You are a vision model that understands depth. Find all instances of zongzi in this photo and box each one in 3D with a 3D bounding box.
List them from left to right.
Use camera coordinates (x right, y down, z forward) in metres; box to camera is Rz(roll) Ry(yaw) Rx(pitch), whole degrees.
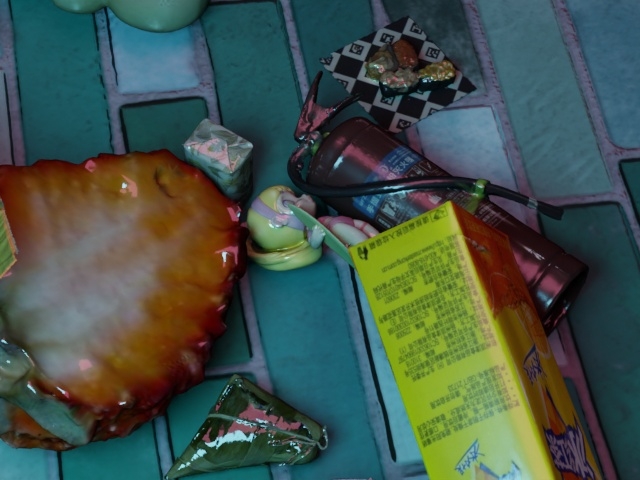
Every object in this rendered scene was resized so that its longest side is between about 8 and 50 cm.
[{"bbox_3d":[-0.063,0.193,1.599,0.109,0.055,0.119,30,70,12],"label":"zongzi"}]

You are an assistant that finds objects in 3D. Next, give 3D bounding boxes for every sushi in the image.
[{"bbox_3d":[0.083,-0.183,1.877,0.120,0.026,0.126,-30,63,-22],"label":"sushi"}]

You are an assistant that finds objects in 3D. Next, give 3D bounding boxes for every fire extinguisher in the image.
[{"bbox_3d":[0.103,-0.041,1.733,0.341,0.105,0.141,36,69,17],"label":"fire extinguisher"}]

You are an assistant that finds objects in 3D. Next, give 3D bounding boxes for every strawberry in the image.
[{"bbox_3d":[-0.211,0.054,1.623,0.265,0.149,0.336,44,48,8],"label":"strawberry"}]

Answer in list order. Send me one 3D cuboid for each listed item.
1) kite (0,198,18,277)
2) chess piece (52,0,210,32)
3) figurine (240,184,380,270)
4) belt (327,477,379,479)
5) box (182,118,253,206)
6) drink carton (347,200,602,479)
[{"bbox_3d":[-0.371,0.012,1.557,0.377,0.013,0.327,-4,67,45],"label":"kite"},{"bbox_3d":[-0.268,-0.314,1.860,0.330,0.182,0.182,17,56,1],"label":"chess piece"},{"bbox_3d":[0.000,0.000,1.693,0.187,0.083,0.083,16,54,27],"label":"figurine"},{"bbox_3d":[0.010,0.308,1.486,0.267,0.116,0.206,-36,71,-23],"label":"belt"},{"bbox_3d":[-0.099,-0.070,1.742,0.062,0.098,0.045,29,64,15],"label":"box"},{"bbox_3d":[0.149,0.153,1.534,0.111,0.154,0.351,-26,67,19],"label":"drink carton"}]
